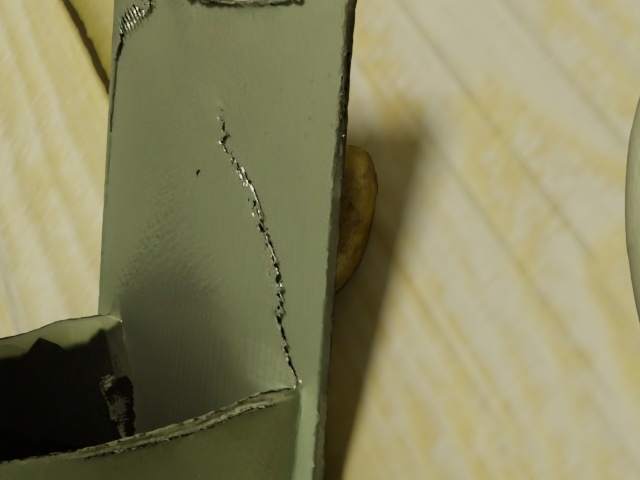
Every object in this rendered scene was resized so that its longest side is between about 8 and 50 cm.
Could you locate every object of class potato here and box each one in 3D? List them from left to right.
[{"bbox_3d":[0.000,0.000,0.612,0.046,0.045,0.092,40,112,25],"label":"potato"}]

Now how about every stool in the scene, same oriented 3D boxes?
[{"bbox_3d":[-0.134,0.019,0.545,0.170,0.244,0.269,16,105,44],"label":"stool"}]

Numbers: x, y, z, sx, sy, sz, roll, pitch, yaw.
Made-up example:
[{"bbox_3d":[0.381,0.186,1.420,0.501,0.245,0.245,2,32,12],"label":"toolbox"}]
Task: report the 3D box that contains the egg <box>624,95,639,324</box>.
[{"bbox_3d":[0.165,-0.008,0.390,0.151,0.151,0.209,-25,52,35],"label":"egg"}]
